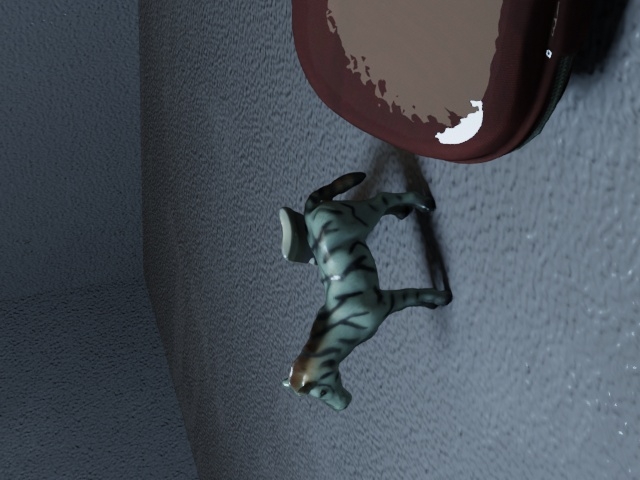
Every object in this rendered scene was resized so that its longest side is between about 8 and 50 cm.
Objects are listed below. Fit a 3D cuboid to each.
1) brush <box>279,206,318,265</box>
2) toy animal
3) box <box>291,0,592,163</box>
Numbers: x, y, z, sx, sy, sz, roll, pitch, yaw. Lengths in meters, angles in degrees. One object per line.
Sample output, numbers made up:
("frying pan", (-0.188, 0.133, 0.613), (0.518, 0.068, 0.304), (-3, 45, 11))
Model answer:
("brush", (0.000, 0.000, 1.224), (0.321, 0.050, 0.060), (17, -111, -80))
("toy animal", (0.057, 0.055, 1.084), (0.090, 0.170, 0.255), (142, 134, -65))
("box", (0.093, -0.259, 0.735), (0.263, 0.108, 0.403), (30, 126, 36))
